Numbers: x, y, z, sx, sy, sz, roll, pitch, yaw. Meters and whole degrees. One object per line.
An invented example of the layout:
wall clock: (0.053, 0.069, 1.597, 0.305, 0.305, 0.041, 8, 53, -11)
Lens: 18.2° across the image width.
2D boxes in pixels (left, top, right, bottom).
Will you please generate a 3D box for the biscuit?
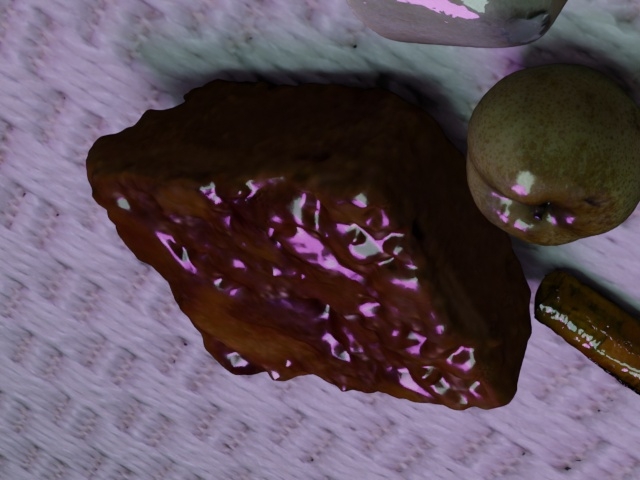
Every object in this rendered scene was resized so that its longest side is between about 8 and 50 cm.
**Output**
biscuit: (0.000, 0.000, 1.968, 0.395, 0.166, 0.343, 7, 145, 39)

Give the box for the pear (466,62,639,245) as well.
pear: (0.199, -0.070, 1.701, 0.167, 0.137, 0.167, 8, 151, 4)

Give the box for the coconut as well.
coconut: (0.102, -0.233, 1.440, 0.202, 0.202, 0.222, 90, 161, -58)

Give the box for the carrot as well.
carrot: (0.322, 0.118, 1.962, 0.260, 0.070, 0.070, 35, 151, -3)
